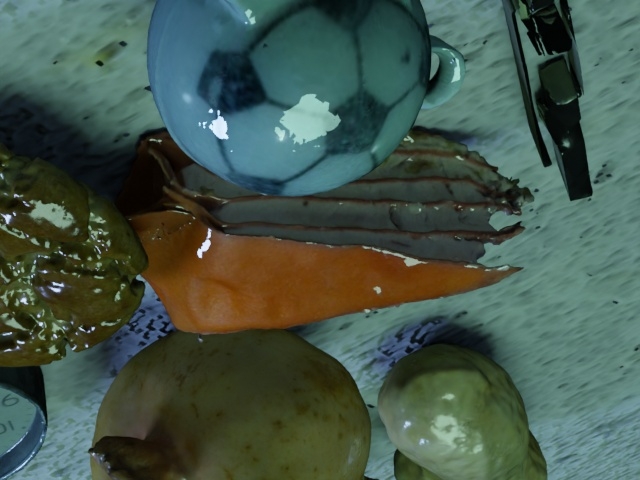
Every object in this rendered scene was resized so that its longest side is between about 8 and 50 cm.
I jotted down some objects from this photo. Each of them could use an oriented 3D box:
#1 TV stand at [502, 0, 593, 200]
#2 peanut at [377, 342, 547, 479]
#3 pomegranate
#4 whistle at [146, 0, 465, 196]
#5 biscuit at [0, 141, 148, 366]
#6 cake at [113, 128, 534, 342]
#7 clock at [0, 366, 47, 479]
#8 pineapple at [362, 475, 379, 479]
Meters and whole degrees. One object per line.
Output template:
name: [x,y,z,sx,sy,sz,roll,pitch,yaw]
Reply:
TV stand: [0.148,-0.099,1.168,0.042,0.036,0.249,-20,150,2]
peanut: [0.113,0.164,1.516,0.125,0.111,0.274,-7,148,13]
pomegranate: [-0.062,0.155,1.312,0.207,0.207,0.207,-13,149,-8]
whistle: [-0.046,-0.102,0.955,0.290,0.163,0.163,5,143,-30]
biscuit: [-0.210,0.011,1.102,0.226,0.042,0.226,5,145,4]
cake: [-0.001,-0.005,1.187,0.287,0.098,0.135,-1,138,-14]
clock: [-0.300,0.135,1.318,0.215,0.042,0.215,-13,150,-8]
pineapple: [0.007,0.249,1.546,0.137,0.161,0.176,2,124,-39]
